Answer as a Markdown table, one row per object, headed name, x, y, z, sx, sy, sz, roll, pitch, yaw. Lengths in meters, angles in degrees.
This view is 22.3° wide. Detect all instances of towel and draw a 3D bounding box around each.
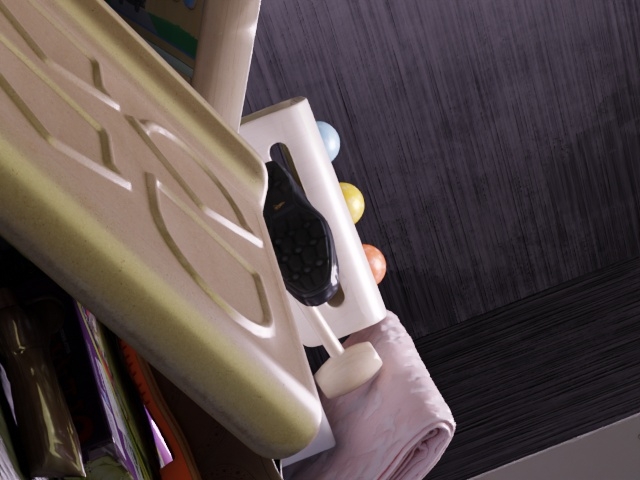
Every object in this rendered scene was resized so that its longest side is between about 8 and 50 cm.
| name | x | y | z | sx | sy | sz | roll | pitch | yaw |
| --- | --- | --- | --- | --- | --- | --- | --- | --- | --- |
| towel | 0.006 | 0.248 | 1.852 | 0.053 | 0.317 | 0.332 | 40 | 8 | -20 |

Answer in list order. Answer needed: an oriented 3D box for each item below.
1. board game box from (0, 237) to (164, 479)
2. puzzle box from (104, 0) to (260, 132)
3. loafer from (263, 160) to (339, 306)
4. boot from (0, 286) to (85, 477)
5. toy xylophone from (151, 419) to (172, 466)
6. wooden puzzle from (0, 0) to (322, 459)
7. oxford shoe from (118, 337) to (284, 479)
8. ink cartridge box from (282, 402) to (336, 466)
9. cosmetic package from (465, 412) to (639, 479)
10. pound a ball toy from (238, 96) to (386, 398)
| name | x | y | z | sx | sy | sz | roll | pitch | yaw |
| --- | --- | --- | --- | --- | --- | --- | --- | --- | --- |
| board game box | -0.170 | 0.062 | 1.136 | 0.208 | 0.056 | 0.347 | 65 | 2 | -50 |
| puzzle box | -0.167 | -0.205 | 1.573 | 0.409 | 0.052 | 0.272 | 36 | -61 | 59 |
| loafer | -0.024 | 0.000 | 1.692 | 0.078 | 0.076 | 0.223 | 60 | 1 | -38 |
| boot | -0.156 | 0.087 | 0.931 | 0.114 | 0.037 | 0.106 | 65 | 10 | 12 |
| toy xylophone | -0.150 | 0.090 | 1.469 | 0.322 | 0.081 | 0.236 | -115 | -179 | -71 |
| wooden puzzle | -0.144 | -0.042 | 1.043 | 0.322 | 0.080 | 0.348 | 44 | 17 | -26 |
| oxford shoe | -0.075 | 0.111 | 1.143 | 0.097 | 0.098 | 0.271 | 71 | -3 | -64 |
| ink cartridge box | -0.140 | 0.040 | 1.805 | 0.279 | 0.160 | 0.384 | -115 | -175 | -62 |
| cosmetic package | 0.146 | 0.336 | 1.367 | 0.161 | 0.453 | 0.230 | 72 | -4 | -55 |
| pound a ball toy | 0.000 | 0.000 | 1.876 | 0.208 | 0.136 | 0.319 | -136 | -156 | -81 |
